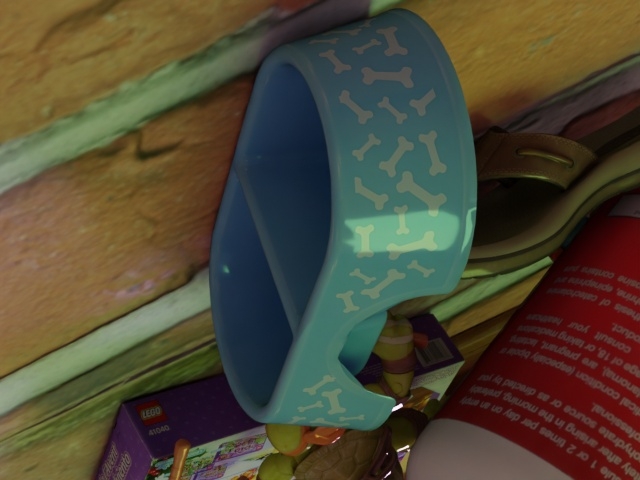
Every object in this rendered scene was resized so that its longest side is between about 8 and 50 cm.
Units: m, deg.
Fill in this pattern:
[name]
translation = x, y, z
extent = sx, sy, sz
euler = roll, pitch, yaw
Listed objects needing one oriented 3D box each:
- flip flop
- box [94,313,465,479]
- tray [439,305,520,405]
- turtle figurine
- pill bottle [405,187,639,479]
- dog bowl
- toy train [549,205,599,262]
[flip flop]
translation = 0.149, -0.050, 0.987
extent = 0.277, 0.112, 0.080
euler = -29, 109, -21
[box]
translation = -0.043, 0.171, 1.179
extent = 0.293, 0.057, 0.201
euler = -13, 146, -33
[tray]
translation = 0.300, 0.120, 1.295
extent = 0.410, 0.203, 0.076
euler = -24, 153, -16
[turtle figurine]
translation = 0.030, 0.139, 1.055
extent = 0.269, 0.087, 0.217
euler = -46, 147, 16
[pill bottle]
translation = 0.209, 0.144, 1.017
extent = 0.408, 0.229, 0.229
euler = -49, 158, -19
[dog bowl]
translation = 0.000, 0.000, 0.838
extent = 0.074, 0.166, 0.297
euler = -7, 146, -21
[toy train]
translation = 0.251, -0.022, 1.189
extent = 0.166, 0.046, 0.125
euler = -2, 121, -33
